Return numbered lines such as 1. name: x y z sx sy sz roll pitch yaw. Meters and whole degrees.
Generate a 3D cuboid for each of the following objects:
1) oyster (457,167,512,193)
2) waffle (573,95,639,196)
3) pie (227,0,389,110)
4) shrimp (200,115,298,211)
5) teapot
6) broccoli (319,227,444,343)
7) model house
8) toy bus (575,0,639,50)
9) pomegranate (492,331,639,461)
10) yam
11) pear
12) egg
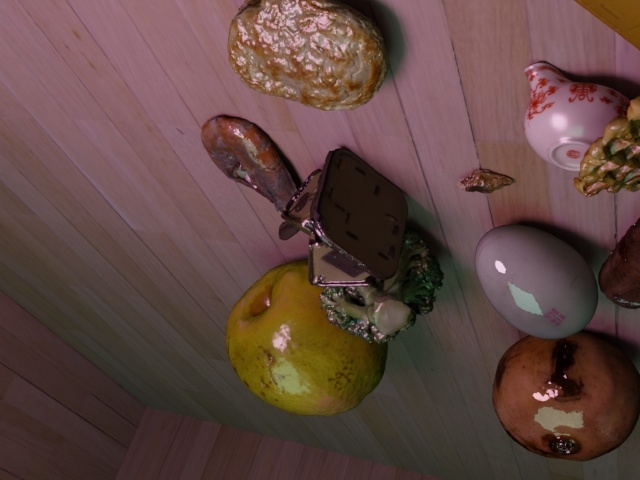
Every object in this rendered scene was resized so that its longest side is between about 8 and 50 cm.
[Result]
1. oyster: 0.285 -0.100 1.361 0.093 0.034 0.051 -16 143 43
2. waffle: 0.457 -0.143 0.997 0.291 0.051 0.291 -19 157 -8
3. pie: -0.016 -0.292 1.157 0.248 0.090 0.201 17 142 7
4. shrimp: -0.130 -0.131 1.560 0.164 0.062 0.317 3 144 39
5. teapot: 0.387 -0.156 1.126 0.245 0.116 0.159 29 141 -29
6. broccoli: 0.122 0.095 1.577 0.270 0.270 0.270 28 -166 -13
7. model house: 0.000 0.000 1.480 0.205 0.218 0.279 35 138 -22
8. toy bus: 0.361 -0.295 0.852 0.335 0.123 0.121 29 154 -18
9. pomegranate: 0.544 0.340 1.723 0.322 0.322 0.322 16 152 9
10. yam: 0.564 0.018 1.288 0.131 0.131 0.279 17 153 7
11. pear: -0.018 0.240 1.827 0.391 0.391 0.391 16 152 9
12. egg: 0.396 0.073 1.434 0.264 0.183 0.183 38 149 -16
